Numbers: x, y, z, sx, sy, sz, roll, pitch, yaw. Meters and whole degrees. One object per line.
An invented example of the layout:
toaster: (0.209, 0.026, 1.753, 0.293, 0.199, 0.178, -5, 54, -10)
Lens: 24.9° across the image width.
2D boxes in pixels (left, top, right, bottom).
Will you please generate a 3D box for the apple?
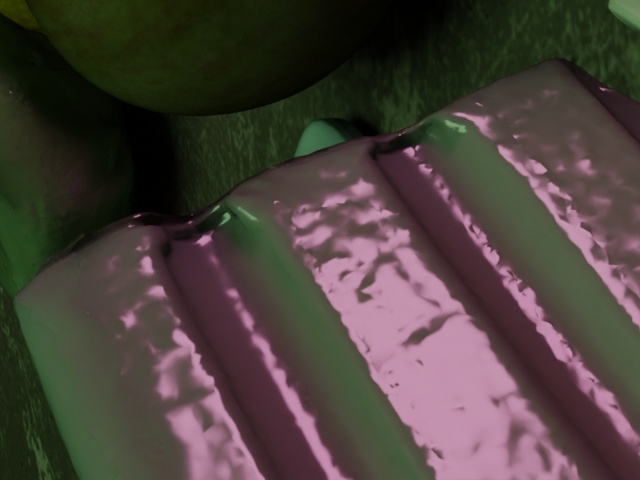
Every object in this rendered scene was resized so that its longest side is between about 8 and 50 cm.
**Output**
apple: (-0.058, -0.206, 0.869, 0.234, 0.257, 0.257, -15, 85, 34)

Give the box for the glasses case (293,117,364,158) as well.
glasses case: (0.000, 0.000, 1.002, 0.067, 0.045, 0.178, 46, 135, 44)

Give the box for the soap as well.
soap: (0.113, 0.144, 0.570, 0.435, 0.350, 0.213, 54, 163, 38)

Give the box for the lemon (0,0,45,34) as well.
lemon: (-0.191, -0.265, 1.113, 0.188, 0.188, 0.257, 29, 121, 53)

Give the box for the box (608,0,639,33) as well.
box: (0.224, -0.095, 0.577, 0.122, 0.032, 0.220, -54, 44, 8)

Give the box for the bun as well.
bun: (-0.253, -0.091, 1.270, 0.293, 0.187, 0.293, 50, 160, 25)
